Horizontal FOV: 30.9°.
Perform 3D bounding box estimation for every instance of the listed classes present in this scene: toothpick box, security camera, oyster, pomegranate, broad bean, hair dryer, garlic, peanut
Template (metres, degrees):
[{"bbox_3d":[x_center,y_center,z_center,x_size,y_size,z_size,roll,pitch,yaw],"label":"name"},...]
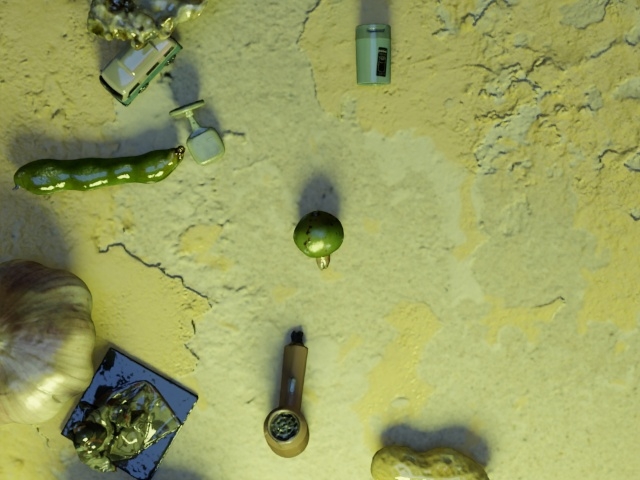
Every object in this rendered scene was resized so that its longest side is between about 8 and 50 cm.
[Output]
[{"bbox_3d":[0.076,-0.266,1.666,0.052,0.052,0.083,-1,93,2],"label":"toothpick box"},{"bbox_3d":[-0.177,-0.154,1.683,0.058,0.058,0.092,-21,102,2],"label":"security camera"},{"bbox_3d":[-0.206,-0.407,1.643,0.354,0.107,0.201,-42,89,-21],"label":"oyster"},{"bbox_3d":[0.003,-0.003,1.672,0.073,0.073,0.084,-43,126,2],"label":"pomegranate"},{"bbox_3d":[-0.319,-0.100,1.682,0.256,0.053,0.052,-7,53,1],"label":"broad bean"},{"bbox_3d":[-0.043,0.216,1.666,0.064,0.117,0.182,4,72,3],"label":"hair dryer"},{"bbox_3d":[-0.450,0.135,1.582,0.245,0.253,0.245,-5,76,22],"label":"garlic"},{"bbox_3d":[0.159,0.333,1.669,0.174,0.080,0.080,10,92,3],"label":"peanut"}]

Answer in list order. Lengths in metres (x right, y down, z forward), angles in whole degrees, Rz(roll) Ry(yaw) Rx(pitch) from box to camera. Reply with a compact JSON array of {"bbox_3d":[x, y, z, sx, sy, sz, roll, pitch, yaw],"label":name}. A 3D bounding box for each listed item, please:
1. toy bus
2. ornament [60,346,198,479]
[{"bbox_3d":[-0.262,-0.255,1.663,0.060,0.075,0.123,44,92,0],"label":"toy bus"},{"bbox_3d":[-0.289,0.268,1.619,0.153,0.196,0.166,30,93,1],"label":"ornament"}]
